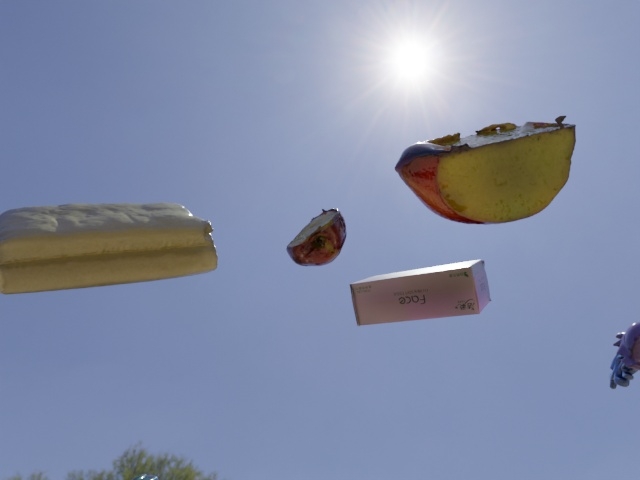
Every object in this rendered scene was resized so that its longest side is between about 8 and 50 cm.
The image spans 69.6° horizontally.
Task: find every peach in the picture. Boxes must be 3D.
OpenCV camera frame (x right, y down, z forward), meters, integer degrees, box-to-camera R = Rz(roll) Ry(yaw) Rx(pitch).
[{"bbox_3d":[0.000,0.000,0.538,0.077,0.083,0.050,-37,-74,2],"label":"peach"},{"bbox_3d":[0.252,-0.101,0.752,0.267,0.159,0.154,-14,-75,-5],"label":"peach"}]

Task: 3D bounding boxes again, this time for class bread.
[{"bbox_3d":[-0.206,-0.001,0.441,0.178,0.139,0.060,-6,-69,-35],"label":"bread"}]

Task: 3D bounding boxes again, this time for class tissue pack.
[{"bbox_3d":[0.198,0.106,0.925,0.246,0.148,0.093,-11,-93,29],"label":"tissue pack"}]

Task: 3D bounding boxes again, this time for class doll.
[{"bbox_3d":[0.629,0.234,0.936,0.067,0.110,0.206,12,-46,19],"label":"doll"}]

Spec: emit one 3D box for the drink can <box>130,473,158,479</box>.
[{"bbox_3d":[-0.264,0.465,0.679,0.118,0.118,0.205,-35,-104,28],"label":"drink can"}]
